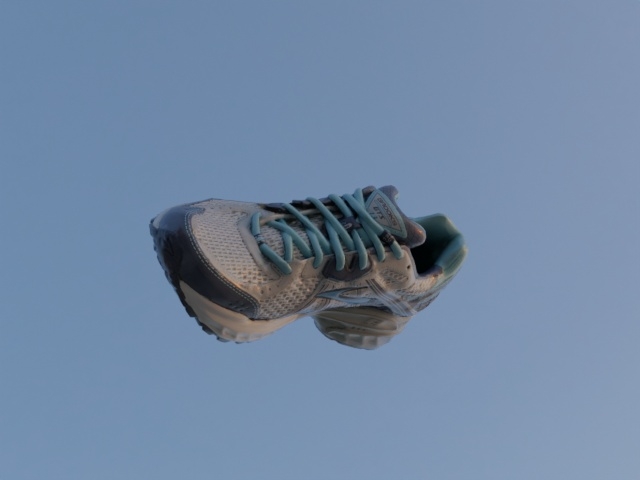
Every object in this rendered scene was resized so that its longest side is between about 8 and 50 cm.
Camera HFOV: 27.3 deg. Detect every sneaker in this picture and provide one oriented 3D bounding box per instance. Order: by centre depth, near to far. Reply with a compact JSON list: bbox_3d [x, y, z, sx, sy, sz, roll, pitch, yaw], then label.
[{"bbox_3d":[0.000,0.000,0.933,0.122,0.110,0.283,-37,-25,29],"label":"sneaker"}]
